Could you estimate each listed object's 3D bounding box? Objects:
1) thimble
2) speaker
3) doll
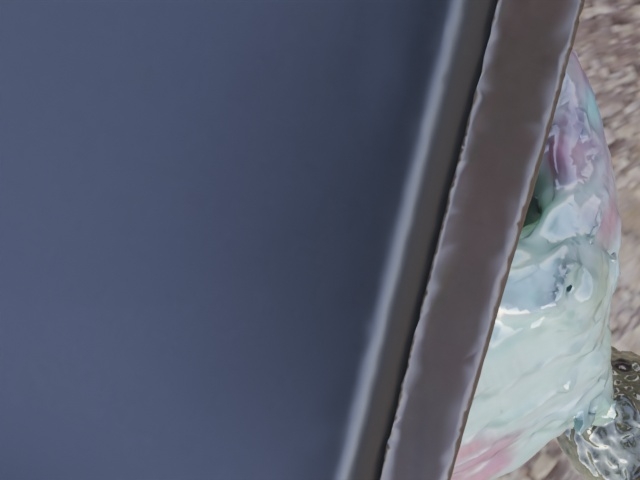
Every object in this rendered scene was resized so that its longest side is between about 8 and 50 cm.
[{"bbox_3d":[0.000,0.000,0.631,0.211,0.149,0.185,18,71,13],"label":"thimble"},{"bbox_3d":[-0.041,-0.032,0.406,0.153,0.192,0.231,11,107,-4],"label":"speaker"},{"bbox_3d":[0.257,0.124,1.230,0.286,0.203,0.091,26,119,-26],"label":"doll"}]
